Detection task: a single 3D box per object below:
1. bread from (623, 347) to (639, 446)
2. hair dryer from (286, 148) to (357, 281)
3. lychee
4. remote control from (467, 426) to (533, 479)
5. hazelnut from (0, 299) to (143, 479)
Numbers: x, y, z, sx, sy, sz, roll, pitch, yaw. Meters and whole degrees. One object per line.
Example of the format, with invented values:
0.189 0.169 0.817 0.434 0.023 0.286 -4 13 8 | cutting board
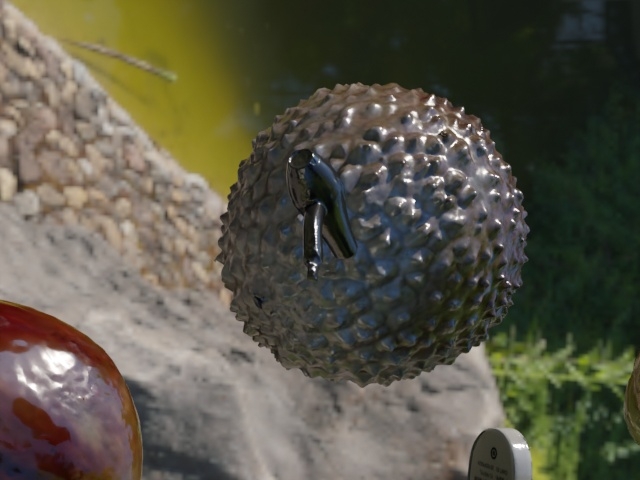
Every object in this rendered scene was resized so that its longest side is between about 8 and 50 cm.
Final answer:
0.214 0.058 0.498 0.232 0.088 0.128 -4 89 -20 | bread
0.000 0.000 0.762 0.083 0.031 0.079 -84 155 -44 | hair dryer
0.045 0.005 1.257 0.300 0.300 0.300 2 90 -64 | lychee
0.144 0.280 1.173 0.022 0.077 0.245 6 90 -25 | remote control
-0.408 0.278 1.675 0.353 0.420 0.421 106 -10 -82 | hazelnut
